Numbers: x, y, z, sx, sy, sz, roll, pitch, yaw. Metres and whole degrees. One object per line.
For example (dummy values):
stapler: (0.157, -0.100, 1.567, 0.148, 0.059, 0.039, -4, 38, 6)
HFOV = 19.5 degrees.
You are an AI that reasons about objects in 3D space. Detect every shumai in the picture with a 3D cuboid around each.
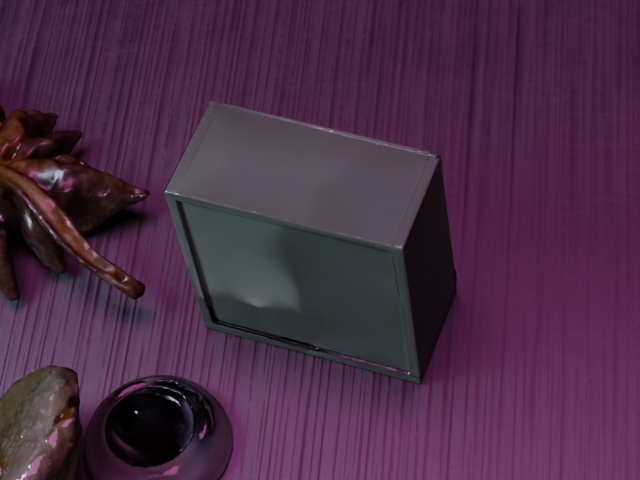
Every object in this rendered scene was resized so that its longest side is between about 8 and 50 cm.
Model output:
shumai: (-0.253, 0.216, 1.663, 0.201, 0.120, 0.201, -41, 23, 22)

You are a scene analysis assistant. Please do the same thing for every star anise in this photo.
star anise: (-0.328, -0.046, 1.861, 0.292, 0.109, 0.349, -23, 56, -2)

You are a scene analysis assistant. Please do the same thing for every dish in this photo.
dish: (-0.155, 0.170, 1.703, 0.141, 0.078, 0.141, -4, 55, 5)

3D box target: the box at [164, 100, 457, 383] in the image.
box: (0.000, 0.000, 1.709, 0.225, 0.225, 0.117, 14, 58, 17)
